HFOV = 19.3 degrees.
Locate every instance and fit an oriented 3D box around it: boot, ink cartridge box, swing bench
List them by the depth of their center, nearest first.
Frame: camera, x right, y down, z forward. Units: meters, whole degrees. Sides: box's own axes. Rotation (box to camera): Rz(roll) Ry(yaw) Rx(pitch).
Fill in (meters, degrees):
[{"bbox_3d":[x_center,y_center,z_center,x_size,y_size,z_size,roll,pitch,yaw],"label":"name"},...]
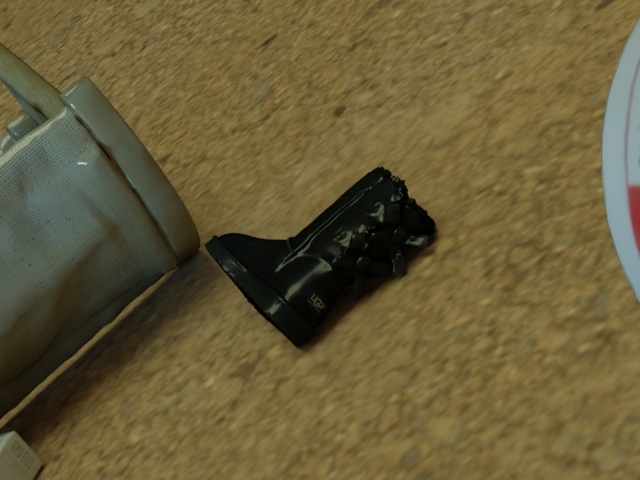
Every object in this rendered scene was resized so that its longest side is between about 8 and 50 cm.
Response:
[{"bbox_3d":[0.000,0.000,0.994,0.099,0.045,0.121,-43,30,-5],"label":"boot"},{"bbox_3d":[-0.201,0.157,1.013,0.062,0.029,0.115,-21,28,36],"label":"ink cartridge box"},{"bbox_3d":[-0.225,0.023,1.142,0.253,0.165,0.254,-41,27,-10],"label":"swing bench"}]

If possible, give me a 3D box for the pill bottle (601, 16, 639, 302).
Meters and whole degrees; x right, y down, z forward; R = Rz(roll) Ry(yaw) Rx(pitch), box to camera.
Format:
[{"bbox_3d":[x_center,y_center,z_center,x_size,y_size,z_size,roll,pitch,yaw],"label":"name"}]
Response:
[{"bbox_3d":[0.231,-0.027,0.540,0.161,0.161,0.283,-48,24,-24],"label":"pill bottle"}]
